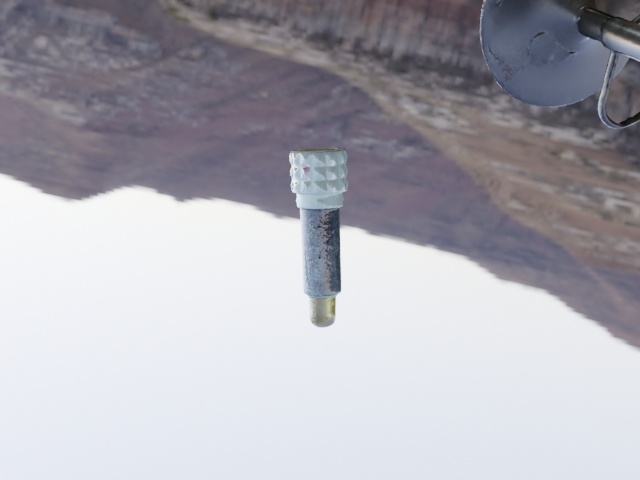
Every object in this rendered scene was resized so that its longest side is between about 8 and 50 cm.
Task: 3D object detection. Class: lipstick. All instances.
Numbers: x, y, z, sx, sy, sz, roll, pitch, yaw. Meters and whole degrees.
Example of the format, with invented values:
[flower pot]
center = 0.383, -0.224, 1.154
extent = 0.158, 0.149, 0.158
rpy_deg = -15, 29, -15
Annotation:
[lipstick]
center = 0.000, 0.000, 0.751
extent = 0.037, 0.116, 0.037
rpy_deg = -1, -173, 0

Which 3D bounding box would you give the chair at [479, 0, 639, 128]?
[chair]
center = 0.350, -0.185, 1.192
extent = 0.227, 0.226, 0.401
rpy_deg = 9, -162, -26
